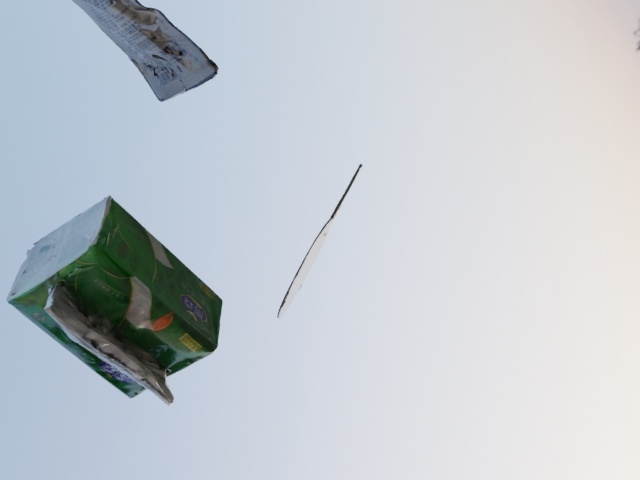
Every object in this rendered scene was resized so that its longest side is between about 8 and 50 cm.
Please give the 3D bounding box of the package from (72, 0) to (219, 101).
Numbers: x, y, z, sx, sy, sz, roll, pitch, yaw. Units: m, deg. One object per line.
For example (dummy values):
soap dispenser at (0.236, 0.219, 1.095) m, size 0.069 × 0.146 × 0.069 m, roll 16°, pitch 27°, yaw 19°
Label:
package at (-0.273, -0.312, 1.164) m, size 0.239 × 0.154 × 0.030 m, roll 45°, pitch -125°, yaw -30°

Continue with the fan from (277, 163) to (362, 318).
fan at (0.000, 0.000, 0.778) m, size 0.005 × 0.175 × 0.113 m, roll 29°, pitch 176°, yaw 4°

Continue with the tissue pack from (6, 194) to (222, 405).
tissue pack at (-0.241, 0.089, 0.926) m, size 0.209 × 0.148 × 0.156 m, roll 48°, pitch -155°, yaw -32°
